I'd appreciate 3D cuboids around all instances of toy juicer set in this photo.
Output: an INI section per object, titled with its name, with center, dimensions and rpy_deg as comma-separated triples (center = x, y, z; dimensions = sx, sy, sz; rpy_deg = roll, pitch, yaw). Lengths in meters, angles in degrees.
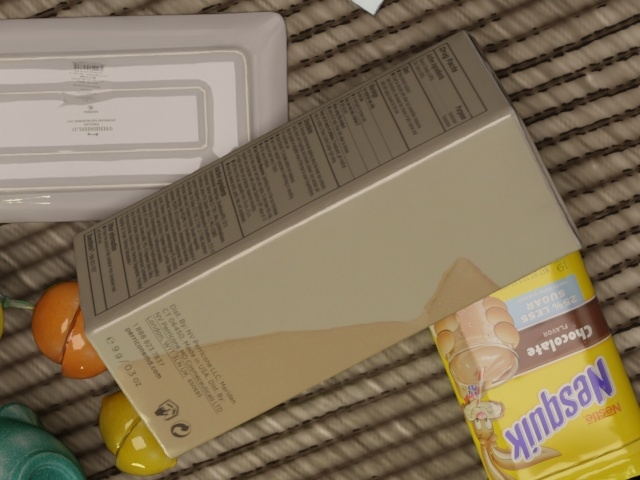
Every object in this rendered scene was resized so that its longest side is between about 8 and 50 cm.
[toy juicer set]
center = -0.183, 0.180, 1.345
dimensions = 0.089, 0.209, 0.329
rpy_deg = -19, 81, 38

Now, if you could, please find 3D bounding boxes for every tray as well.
[tray]
center = -0.157, -0.084, 1.378
dimensions = 0.270, 0.030, 0.145
rpy_deg = -2, 97, 1

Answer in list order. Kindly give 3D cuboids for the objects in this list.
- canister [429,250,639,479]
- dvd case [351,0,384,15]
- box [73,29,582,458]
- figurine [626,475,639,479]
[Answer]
[canister]
center = 0.151, 0.094, 1.378
dimensions = 0.126, 0.073, 0.170
rpy_deg = -22, 96, 4
[dvd case]
center = 0.033, -0.228, 1.362
dimensions = 0.087, 0.013, 0.119
rpy_deg = 33, 97, -4
[box]
center = 0.000, 0.000, 1.317
dimensions = 0.311, 0.148, 0.121
rpy_deg = -27, 119, 6
[figurine]
center = 0.304, 0.227, 1.324
dimensions = 0.215, 0.209, 0.092
rpy_deg = 10, 98, -1
